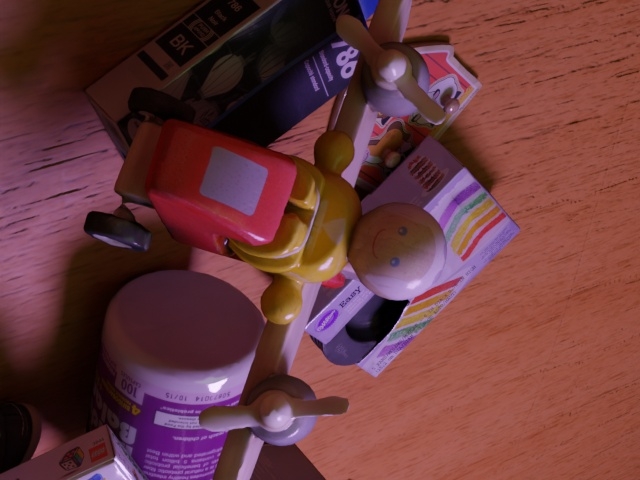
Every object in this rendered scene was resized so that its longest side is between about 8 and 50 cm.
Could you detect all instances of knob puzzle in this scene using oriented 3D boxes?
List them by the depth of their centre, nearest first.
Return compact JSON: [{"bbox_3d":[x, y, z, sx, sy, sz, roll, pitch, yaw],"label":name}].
[{"bbox_3d":[0.083,-0.133,1.862,0.213,0.030,0.213,-27,142,-23],"label":"knob puzzle"}]

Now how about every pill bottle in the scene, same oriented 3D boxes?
[{"bbox_3d":[-0.162,0.192,1.824,0.169,0.169,0.301,-17,137,-35],"label":"pill bottle"}]

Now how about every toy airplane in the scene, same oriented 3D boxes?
[{"bbox_3d":[0.000,0.000,1.584,0.384,0.272,0.386,-41,135,-44],"label":"toy airplane"}]

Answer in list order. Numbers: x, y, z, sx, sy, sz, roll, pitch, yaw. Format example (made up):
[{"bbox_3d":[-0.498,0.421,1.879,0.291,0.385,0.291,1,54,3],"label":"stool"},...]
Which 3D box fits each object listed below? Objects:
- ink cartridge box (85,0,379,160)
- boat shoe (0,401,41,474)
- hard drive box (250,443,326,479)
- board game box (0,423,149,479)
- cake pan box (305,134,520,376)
[{"bbox_3d":[-0.053,-0.177,1.647,0.332,0.065,0.165,-39,145,-10],"label":"ink cartridge box"},{"bbox_3d":[-0.357,0.254,1.773,0.065,0.075,0.206,11,112,-49],"label":"boat shoe"},{"bbox_3d":[-0.126,0.342,2.089,0.232,0.089,0.181,6,122,-49],"label":"hard drive box"},{"bbox_3d":[-0.303,0.317,1.730,0.305,0.053,0.193,-25,133,2],"label":"board game box"},{"bbox_3d":[0.088,0.027,1.982,0.267,0.070,0.246,-45,151,2],"label":"cake pan box"}]
